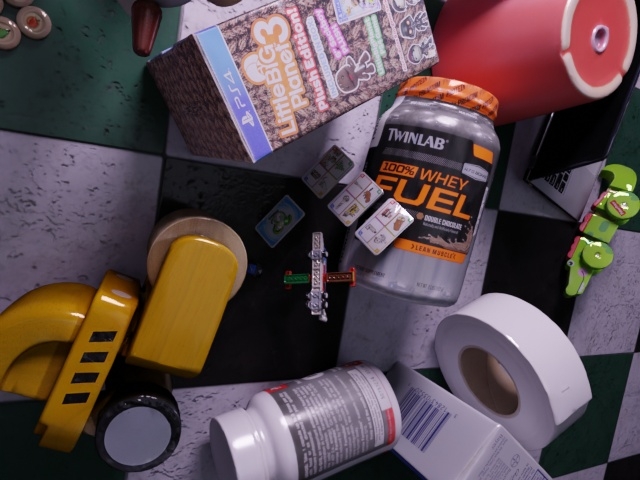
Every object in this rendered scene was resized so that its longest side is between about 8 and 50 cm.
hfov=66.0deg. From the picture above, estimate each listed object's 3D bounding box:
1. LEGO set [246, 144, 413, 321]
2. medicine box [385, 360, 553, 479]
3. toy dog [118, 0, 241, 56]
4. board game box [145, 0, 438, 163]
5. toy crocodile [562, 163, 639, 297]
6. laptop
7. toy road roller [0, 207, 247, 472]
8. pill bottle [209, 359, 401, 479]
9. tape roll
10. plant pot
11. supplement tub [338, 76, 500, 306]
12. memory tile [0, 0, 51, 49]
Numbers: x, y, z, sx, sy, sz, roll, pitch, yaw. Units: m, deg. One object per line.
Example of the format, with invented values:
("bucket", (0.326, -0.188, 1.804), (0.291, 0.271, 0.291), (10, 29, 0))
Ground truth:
("LEGO set", (0.000, 0.000, 0.764), (0.244, 0.182, 0.060), (-45, 156, 6))
("medicine box", (0.257, 0.405, 0.932), (0.149, 0.263, 0.289), (-49, 119, -12))
("toy dog", (-0.213, -0.287, 0.493), (0.220, 0.334, 0.160), (17, 102, -40))
("board game box", (-0.041, -0.232, 0.643), (0.291, 0.232, 0.141), (-32, 115, -20))
("toy crocodile", (0.659, -0.019, 1.176), (0.340, 0.105, 0.115), (-64, 157, 2))
("laptop", (0.604, -0.262, 0.994), (0.408, 0.236, 0.381), (24, 89, -37))
("toy road roller", (-0.259, 0.095, 0.610), (0.241, 0.202, 0.329), (24, 89, -21))
("pill bottle", (-0.025, 0.310, 0.808), (0.283, 0.161, 0.161), (-10, 105, -28))
("tape roll", (0.353, 0.248, 0.943), (0.100, 0.286, 0.286), (-23, 111, -24))
("plant pot", (0.374, -0.336, 0.858), (0.275, 0.243, 0.274), (-7, 104, -30))
("supplement tub", (0.166, -0.076, 0.811), (0.207, 0.207, 0.337), (13, 93, -32))
("memory tile", (-0.390, -0.290, 0.556), (0.113, 0.012, 0.147), (-31, 114, -22))
